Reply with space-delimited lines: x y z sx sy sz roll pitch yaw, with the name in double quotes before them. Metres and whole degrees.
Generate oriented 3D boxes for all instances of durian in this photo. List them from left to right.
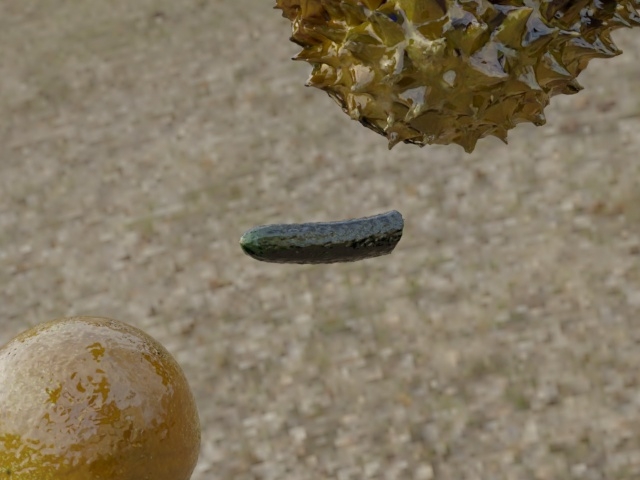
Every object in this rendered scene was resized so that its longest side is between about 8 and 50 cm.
"durian" 0.135 -0.178 1.176 0.341 0.191 0.112 -22 -8 -22

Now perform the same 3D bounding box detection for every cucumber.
"cucumber" 0.000 0.000 1.927 0.215 0.058 0.052 -5 12 -33

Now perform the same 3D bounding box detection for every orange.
"orange" -0.262 0.212 1.845 0.274 0.274 0.274 -12 19 4
